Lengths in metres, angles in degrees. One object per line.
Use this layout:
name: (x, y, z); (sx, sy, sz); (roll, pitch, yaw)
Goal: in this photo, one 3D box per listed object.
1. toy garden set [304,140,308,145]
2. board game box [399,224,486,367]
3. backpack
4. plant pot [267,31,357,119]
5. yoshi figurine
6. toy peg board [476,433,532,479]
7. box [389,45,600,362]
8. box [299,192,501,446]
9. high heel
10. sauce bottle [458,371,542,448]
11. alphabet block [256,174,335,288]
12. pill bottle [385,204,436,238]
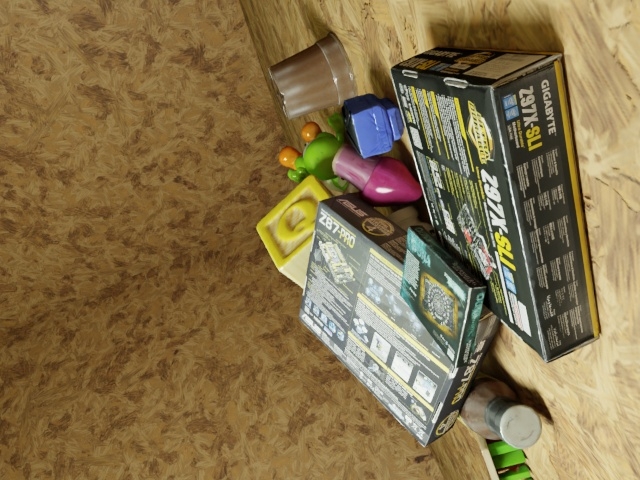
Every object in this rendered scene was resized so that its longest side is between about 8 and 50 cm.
toy garden set: (-0.005, -0.320, 2.093); (0.244, 0.049, 0.204); (-126, 14, -74)
board game box: (0.167, 0.072, 0.738); (0.186, 0.026, 0.126); (-121, 30, -59)
backpack: (0.093, -0.215, 0.949); (0.120, 0.101, 0.098); (-111, 7, -61)
plant pot: (-0.023, -0.366, 1.192); (0.167, 0.165, 0.167); (157, 90, -87)
yoshi figurine: (-0.002, -0.235, 1.403); (0.362, 0.203, 0.204); (-139, 43, -57)
toy peg board: (0.394, 0.457, 1.123); (0.161, 0.079, 0.161); (-71, -39, -72)
box: (0.199, -0.057, 0.618); (0.257, 0.079, 0.322); (-125, 13, -65)
box: (0.121, 0.139, 0.987); (0.395, 0.097, 0.318); (40, 135, 38)
high heel: (0.140, -0.099, 1.132); (0.181, 0.127, 0.377); (31, -175, 14)
sauce bottle: (0.312, 0.314, 0.986); (0.344, 0.111, 0.111); (113, 133, -85)
alphabet block: (0.000, 0.000, 1.217); (0.197, 0.193, 0.192); (41, -172, -40)
pill bottle: (0.192, 0.029, 1.018); (0.103, 0.103, 0.184); (87, 159, -80)
